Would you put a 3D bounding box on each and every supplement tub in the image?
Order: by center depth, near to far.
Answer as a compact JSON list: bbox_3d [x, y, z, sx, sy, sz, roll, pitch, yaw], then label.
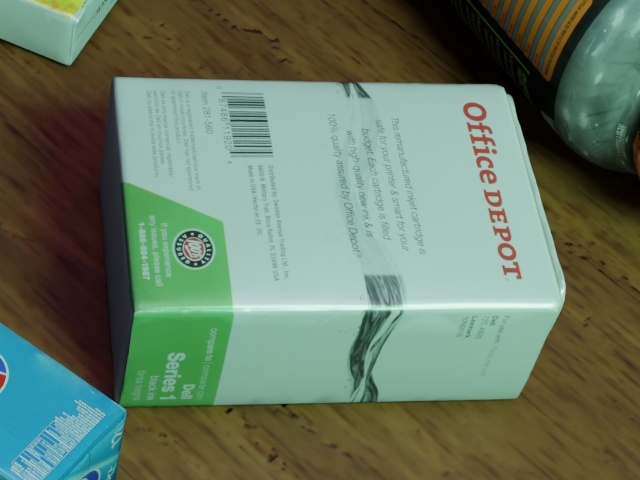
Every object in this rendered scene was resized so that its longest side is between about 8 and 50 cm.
[{"bbox_3d":[0.172,-0.176,1.090,0.194,0.193,0.316,-19,58,-26],"label":"supplement tub"}]

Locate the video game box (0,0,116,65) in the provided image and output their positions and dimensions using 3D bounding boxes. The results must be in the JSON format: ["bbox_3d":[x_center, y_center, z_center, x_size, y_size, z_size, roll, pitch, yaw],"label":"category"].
[{"bbox_3d":[-0.203,-0.213,1.134,0.205,0.048,0.187,23,47,7],"label":"video game box"}]

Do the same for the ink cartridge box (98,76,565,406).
[{"bbox_3d":[0.000,0.000,0.968,0.219,0.092,0.160,1,51,-12],"label":"ink cartridge box"}]

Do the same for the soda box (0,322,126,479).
[{"bbox_3d":[-0.197,0.065,0.883,0.210,0.071,0.067,33,52,15],"label":"soda box"}]
